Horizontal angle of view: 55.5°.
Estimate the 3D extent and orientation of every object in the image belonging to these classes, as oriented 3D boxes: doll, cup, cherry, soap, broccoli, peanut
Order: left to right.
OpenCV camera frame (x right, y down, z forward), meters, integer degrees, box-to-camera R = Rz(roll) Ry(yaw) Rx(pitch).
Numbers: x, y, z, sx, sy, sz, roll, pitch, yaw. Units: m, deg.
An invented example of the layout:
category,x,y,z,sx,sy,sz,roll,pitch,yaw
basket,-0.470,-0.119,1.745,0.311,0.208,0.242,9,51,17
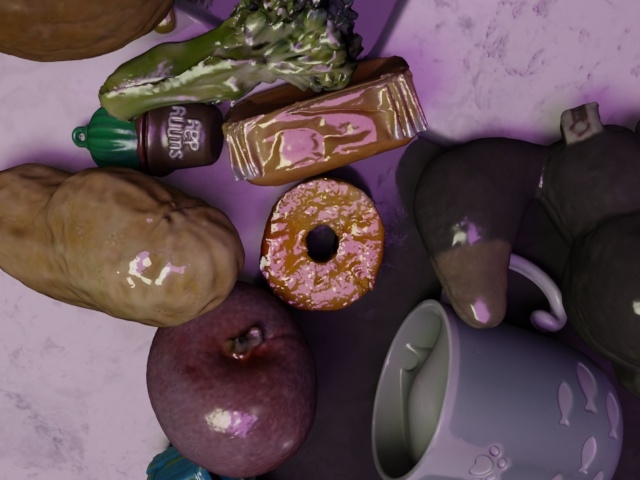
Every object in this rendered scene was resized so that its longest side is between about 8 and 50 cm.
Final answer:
category,x,y,z,sx,sy,sz,roll,pitch,yaw
peanut,-0.275,-0.003,0.750,0.387,0.170,0.192,10,144,21
soap,-0.202,-0.304,0.758,0.034,0.012,0.089,-6,111,0
broccoli,-0.107,-0.212,0.677,0.304,0.146,0.165,-23,142,5
cherry,-0.118,0.194,0.835,0.221,0.261,0.307,-18,148,-11
cup,0.259,0.196,0.869,0.274,0.259,0.357,19,78,-10
doll,0.328,0.039,0.775,0.378,0.383,0.252,-11,153,20

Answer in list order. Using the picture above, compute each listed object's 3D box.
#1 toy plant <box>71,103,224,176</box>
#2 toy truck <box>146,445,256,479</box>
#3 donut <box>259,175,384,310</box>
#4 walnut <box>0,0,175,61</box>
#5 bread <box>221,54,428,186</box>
category,x,y,z,sx,sy,sz,roll,pitch,yaw
toy plant,-0.226,-0.147,0.774,0.200,0.105,0.143,7,105,7
toy truck,-0.151,0.435,0.972,0.155,0.156,0.279,-29,108,9
donut,0.001,0.000,0.853,0.174,0.075,0.190,-4,107,1
walnut,-0.288,-0.337,0.603,0.332,0.333,0.333,-1,111,-2
bread,0.003,-0.145,0.762,0.241,0.136,0.107,-16,114,6
